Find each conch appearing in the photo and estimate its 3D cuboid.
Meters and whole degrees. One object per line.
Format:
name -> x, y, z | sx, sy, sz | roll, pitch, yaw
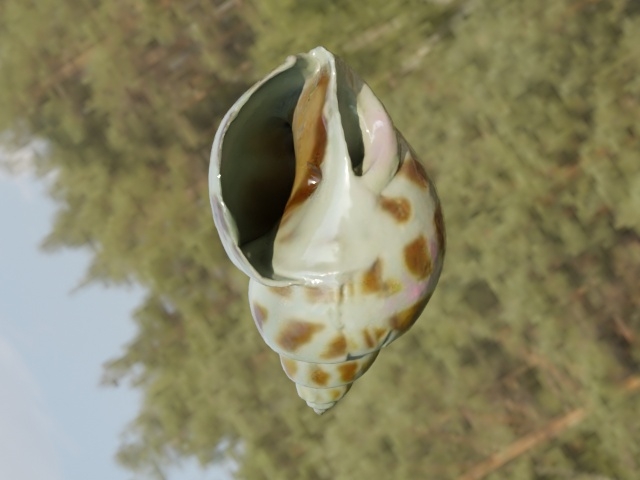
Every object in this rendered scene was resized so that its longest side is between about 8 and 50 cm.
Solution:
conch -> 0.000, -0.001, 1.608 | 0.197, 0.249, 0.368 | 179, 88, -66
